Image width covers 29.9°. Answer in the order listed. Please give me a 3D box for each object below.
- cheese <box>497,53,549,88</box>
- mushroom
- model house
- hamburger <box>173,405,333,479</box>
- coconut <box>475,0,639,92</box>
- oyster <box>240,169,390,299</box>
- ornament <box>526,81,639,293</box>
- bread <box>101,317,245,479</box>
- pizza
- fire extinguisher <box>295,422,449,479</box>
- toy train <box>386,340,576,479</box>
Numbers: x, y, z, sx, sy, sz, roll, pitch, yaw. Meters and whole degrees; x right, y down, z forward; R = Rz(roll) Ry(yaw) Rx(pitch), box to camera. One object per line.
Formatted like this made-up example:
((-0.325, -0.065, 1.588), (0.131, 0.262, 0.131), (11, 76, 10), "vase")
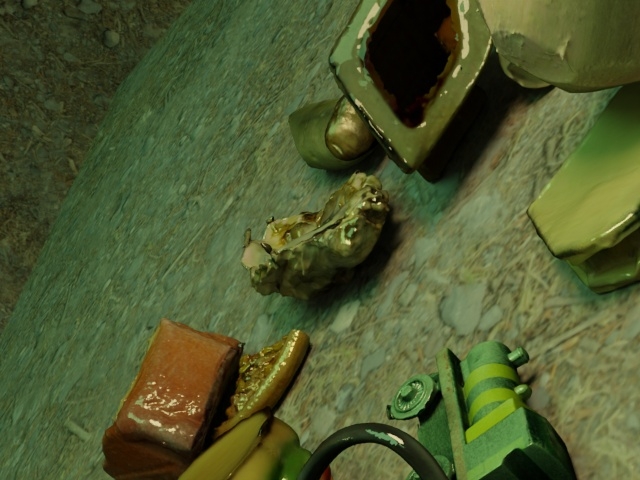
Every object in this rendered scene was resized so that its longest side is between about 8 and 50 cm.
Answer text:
((0.271, -0.284, 1.314), (0.163, 0.071, 0.249), (-35, 29, 43), "cheese")
((0.011, -0.151, 1.694), (0.107, 0.087, 0.333), (-55, 16, -9), "mushroom")
((0.135, -0.205, 1.401), (0.268, 0.173, 0.239), (-56, -20, 1), "model house")
((-0.076, 0.280, 1.115), (0.237, 0.149, 0.237), (-42, 4, 3), "hamburger")
((0.228, -0.229, 1.010), (0.234, 0.224, 0.224), (103, -178, -49), "coconut")
((0.000, 0.004, 1.481), (0.201, 0.107, 0.354), (-36, 8, -2), "oyster")
((0.243, -0.048, 1.042), (0.180, 0.059, 0.201), (-23, 34, 55), "ornament")
((-0.185, 0.203, 1.516), (0.244, 0.123, 0.190), (-69, 2, -49), "bread")
((-0.075, 0.168, 1.456), (0.178, 0.041, 0.131), (-49, 19, 19), "pizza")
((0.013, 0.272, 0.888), (0.376, 0.200, 0.113), (-39, 6, 38), "fire extinguisher")
((0.127, 0.157, 0.966), (0.132, 0.083, 0.200), (-37, 25, 18), "toy train")
